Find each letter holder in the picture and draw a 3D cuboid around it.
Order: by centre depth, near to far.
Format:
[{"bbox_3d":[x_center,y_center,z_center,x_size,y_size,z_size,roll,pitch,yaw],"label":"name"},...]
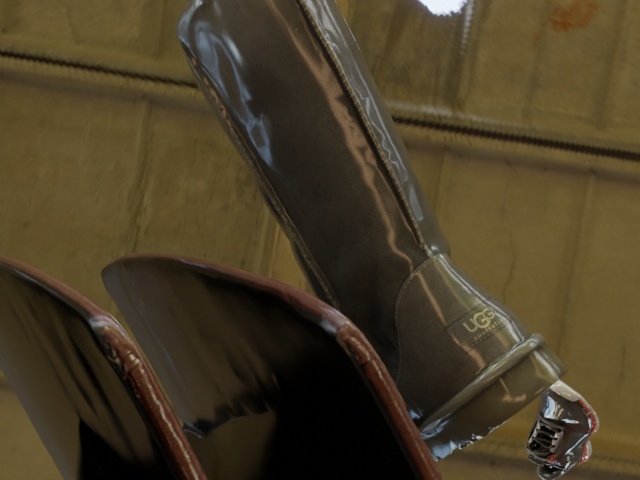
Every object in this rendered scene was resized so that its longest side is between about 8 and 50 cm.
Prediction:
[{"bbox_3d":[-0.102,0.063,0.503,0.152,0.302,0.214,-31,-76,-21],"label":"letter holder"}]

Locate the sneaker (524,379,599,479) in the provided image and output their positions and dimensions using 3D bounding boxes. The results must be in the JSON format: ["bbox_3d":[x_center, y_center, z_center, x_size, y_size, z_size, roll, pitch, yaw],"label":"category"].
[{"bbox_3d":[0.236,0.196,1.244,0.065,0.061,0.158,-41,-38,-17],"label":"sneaker"}]

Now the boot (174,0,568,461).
[{"bbox_3d":[0.001,-0.001,0.538,0.208,0.076,0.190,52,-34,7],"label":"boot"}]
